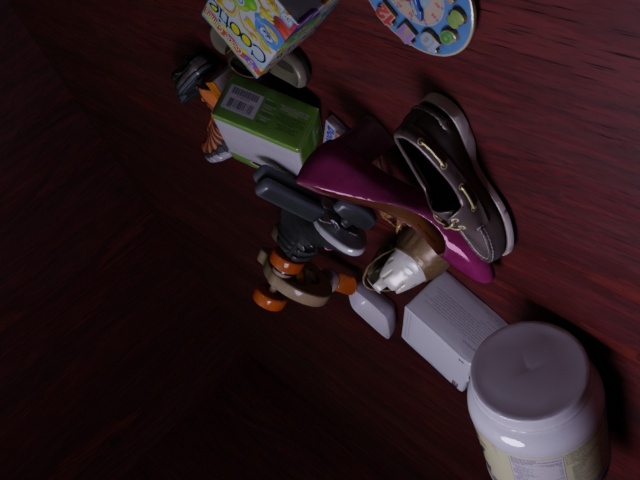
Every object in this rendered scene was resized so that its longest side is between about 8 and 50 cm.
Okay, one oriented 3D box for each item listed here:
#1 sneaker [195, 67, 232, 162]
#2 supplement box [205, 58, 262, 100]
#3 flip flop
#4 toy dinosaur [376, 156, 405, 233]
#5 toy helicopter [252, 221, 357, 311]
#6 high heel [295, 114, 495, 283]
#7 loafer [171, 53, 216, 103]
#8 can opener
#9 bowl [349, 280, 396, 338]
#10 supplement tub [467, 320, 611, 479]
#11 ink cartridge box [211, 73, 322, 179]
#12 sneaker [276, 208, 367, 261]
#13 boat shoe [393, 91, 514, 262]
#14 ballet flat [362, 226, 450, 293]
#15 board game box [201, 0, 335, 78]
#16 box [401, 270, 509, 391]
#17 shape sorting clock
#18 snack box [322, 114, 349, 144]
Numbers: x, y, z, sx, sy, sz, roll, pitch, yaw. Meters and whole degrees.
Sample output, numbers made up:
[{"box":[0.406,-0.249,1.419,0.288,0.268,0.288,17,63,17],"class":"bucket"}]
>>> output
[{"box":[-0.211,-0.287,2.045,0.180,0.124,0.321,56,152,-12],"class":"sneaker"},{"box":[-0.176,-0.325,1.861,0.062,0.098,0.036,56,158,-23],"class":"supplement box"},{"box":[-0.128,-0.346,1.722,0.277,0.080,0.112,35,159,37],"class":"flip flop"},{"box":[0.127,-0.074,1.731,0.112,0.064,0.211,43,163,21],"class":"toy dinosaur"},{"box":[-0.048,0.054,2.276,0.235,0.140,0.355,17,-156,-18],"class":"toy helicopter"},{"box":[0.133,-0.030,1.601,0.377,0.181,0.127,47,164,4],"class":"high heel"},{"box":[-0.305,-0.380,2.086,0.084,0.096,0.267,55,165,-4],"class":"loafer"},{"box":[-0.012,-0.086,1.877,0.280,0.093,0.074,22,-139,-33],"class":"can opener"},{"box":[0.136,0.164,2.273,0.142,0.053,0.142,40,163,26],"class":"bowl"},{"box":[0.393,0.316,1.642,0.235,0.235,0.324,34,159,39],"class":"supplement tub"},{"box":[-0.098,-0.210,1.842,0.189,0.097,0.255,24,168,9],"class":"ink cartridge box"},{"box":[0.000,0.000,2.051,0.296,0.105,0.146,39,127,45],"class":"sneaker"},{"box":[0.211,-0.077,1.445,0.117,0.097,0.324,27,154,50],"class":"boat shoe"},{"box":[0.159,0.053,1.831,0.116,0.124,0.342,49,164,-5],"class":"ballet flat"},{"box":[-0.063,-0.374,1.381,0.142,0.144,0.275,49,164,-6],"class":"board game box"},{"box":[0.270,0.186,1.861,0.182,0.119,0.181,42,162,19],"class":"box"},{"box":[0.120,-0.329,1.200,0.206,0.040,0.206,43,163,16],"class":"shape sorting clock"},{"box":[0.034,-0.181,1.794,0.064,0.022,0.178,46,164,12],"class":"snack box"}]
